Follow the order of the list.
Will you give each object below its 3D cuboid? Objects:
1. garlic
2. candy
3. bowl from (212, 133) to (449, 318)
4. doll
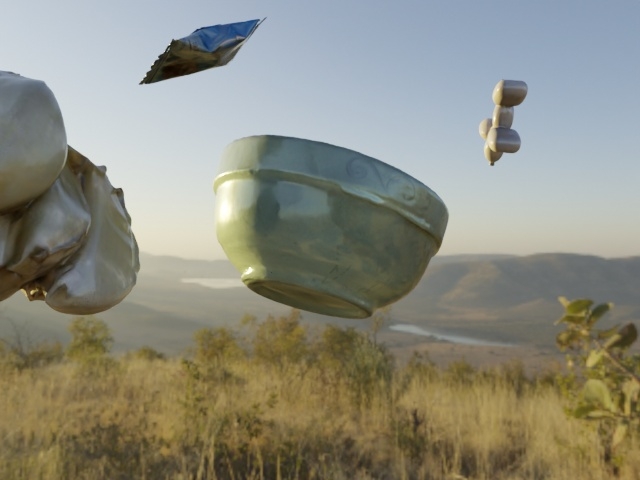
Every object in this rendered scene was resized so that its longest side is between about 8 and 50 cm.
[{"bbox_3d":[-0.296,-0.028,0.537,0.184,0.203,0.281,-15,-45,-1],"label":"garlic"},{"bbox_3d":[-0.128,-0.208,0.659,0.136,0.038,0.088,-30,4,-38],"label":"candy"},{"bbox_3d":[0.000,0.000,0.776,0.306,0.164,0.307,14,-16,4],"label":"bowl"},{"bbox_3d":[0.329,-0.213,1.106,0.059,0.161,0.160,4,13,5],"label":"doll"}]
